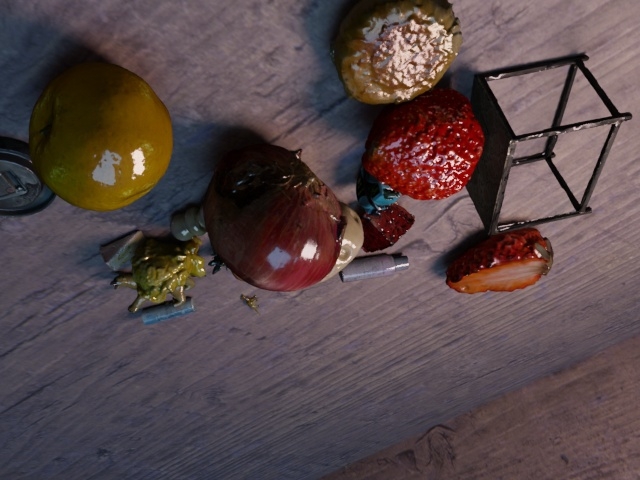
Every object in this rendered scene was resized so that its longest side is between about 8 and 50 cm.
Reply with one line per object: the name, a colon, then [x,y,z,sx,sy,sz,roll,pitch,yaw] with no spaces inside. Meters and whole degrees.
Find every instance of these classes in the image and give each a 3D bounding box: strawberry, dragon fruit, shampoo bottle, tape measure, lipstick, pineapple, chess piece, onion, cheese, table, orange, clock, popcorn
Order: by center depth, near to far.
orange: [-0.402,-0.191,1.142,0.235,0.279,0.279,7,140,-48]
clock: [-0.679,-0.133,1.315,0.214,0.042,0.215,-10,144,-7]
strawberry: [0.211,-0.207,1.348,0.276,0.257,0.257,-7,145,-33]
onion: [-0.098,-0.055,1.377,0.353,0.354,0.354,-9,143,-7]
table: [0.513,-0.220,1.460,0.272,0.222,0.335,-13,144,-4]
tape measure: [0.138,-0.135,1.517,0.081,0.146,0.125,5,156,-22]
chess piece: [-0.296,-0.049,1.519,0.170,0.094,0.094,-23,143,17]
popcorn: [-0.387,0.066,1.580,0.195,0.168,0.174,-12,108,-21]
cheese: [0.000,0.000,1.605,0.218,0.235,0.117,4,145,48]
dragon fruit: [0.161,-0.044,1.702,0.127,0.120,0.161,-43,-173,-30]
pineapple: [-0.207,0.070,1.710,0.221,0.083,0.103,26,127,-39]
lipstick: [-0.454,0.213,1.842,0.157,0.048,0.048,-15,144,0]
shampoo bottle: [0.163,0.082,1.868,0.214,0.072,0.072,-8,143,-9]
strawberry: [0.550,0.058,1.920,0.336,0.149,0.265,-16,152,20]

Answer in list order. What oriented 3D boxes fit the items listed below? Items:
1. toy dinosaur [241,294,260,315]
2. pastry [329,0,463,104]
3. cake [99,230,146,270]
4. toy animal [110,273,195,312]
toy dinosaur: [-0.208,0.200,1.927,0.041,0.026,0.113,-22,135,21]
pastry: [0.144,-0.386,1.204,0.257,0.121,0.236,-9,140,-4]
cake: [-0.500,0.023,1.574,0.121,0.065,0.052,-27,145,5]
toy animal: [-0.462,0.125,1.703,0.218,0.103,0.101,-6,124,-7]
